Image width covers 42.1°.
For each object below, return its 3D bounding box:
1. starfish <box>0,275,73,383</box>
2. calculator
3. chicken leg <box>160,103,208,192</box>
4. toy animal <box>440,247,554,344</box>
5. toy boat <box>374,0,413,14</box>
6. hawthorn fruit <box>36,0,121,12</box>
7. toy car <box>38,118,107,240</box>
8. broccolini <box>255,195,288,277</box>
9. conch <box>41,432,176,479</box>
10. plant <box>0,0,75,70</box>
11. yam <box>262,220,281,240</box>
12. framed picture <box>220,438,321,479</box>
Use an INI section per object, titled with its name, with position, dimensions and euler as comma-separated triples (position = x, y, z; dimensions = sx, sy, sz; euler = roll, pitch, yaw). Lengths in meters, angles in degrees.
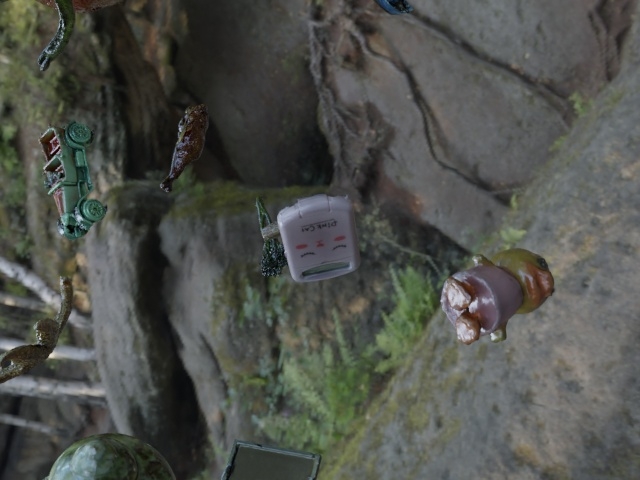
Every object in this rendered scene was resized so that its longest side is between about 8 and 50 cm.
[starfish]
position = -0.637, 0.224, 1.851
dimensions = 0.375, 0.094, 0.327
euler = -41, 14, 48
[calculator]
position = 0.000, 0.000, 1.102
dimensions = 0.175, 0.100, 0.032
euler = 78, 179, -52
[chicken leg]
position = -0.246, -0.181, 1.551
dimensions = 0.089, 0.048, 0.219
euler = -41, 31, 39
[toy animal]
position = 0.377, 0.105, 1.739
dimensions = 0.169, 0.281, 0.195
euler = 9, 117, 64
[toy boat]
position = 0.154, -0.531, 1.800
dimensions = 0.061, 0.137, 0.060
euler = -20, 57, 30
[hawthorn fruit]
position = -0.426, -0.555, 1.490
dimensions = 0.316, 0.316, 0.315
euler = -45, 37, 49
[toy car]
position = -0.311, -0.075, 1.036
dimensions = 0.073, 0.054, 0.143
euler = -28, 68, 43
[broccolini]
position = -0.101, -0.013, 1.735
dimensions = 0.074, 0.058, 0.201
euler = -26, 46, 17
[conch]
position = -0.239, 0.286, 0.856
dimensions = 0.124, 0.188, 0.181
euler = -162, 68, -80
[plant]
position = -0.450, -0.424, 1.251
dimensions = 0.251, 0.180, 0.333
euler = -34, -7, 8
[yam]
position = -0.040, -0.034, 1.444
dimensions = 0.145, 0.032, 0.032
euler = -22, 52, 31
[framed picture]
position = -0.124, 0.544, 1.649
dimensions = 0.209, 0.019, 0.281
euler = 5, 62, 25
